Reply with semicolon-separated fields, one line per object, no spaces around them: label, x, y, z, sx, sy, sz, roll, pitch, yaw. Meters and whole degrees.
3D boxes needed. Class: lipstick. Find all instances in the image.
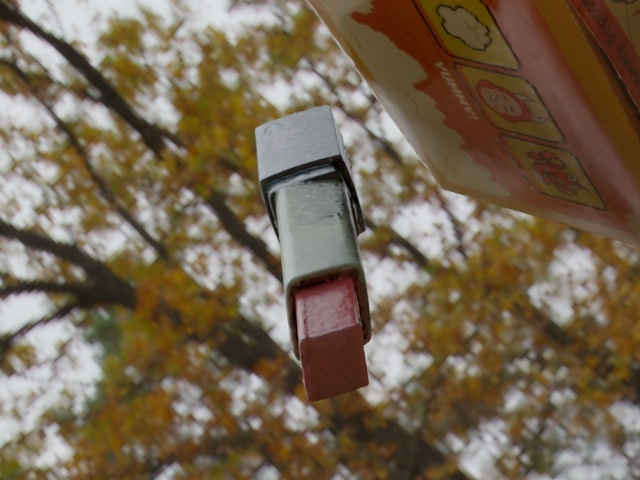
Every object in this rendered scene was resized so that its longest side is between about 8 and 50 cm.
lipstick;0.000;0.000;0.940;0.051;0.312;0.051;-15;-70;2

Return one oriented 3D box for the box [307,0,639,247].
box;0.162;-0.186;1.006;0.283;0.214;0.259;-55;-45;-16
